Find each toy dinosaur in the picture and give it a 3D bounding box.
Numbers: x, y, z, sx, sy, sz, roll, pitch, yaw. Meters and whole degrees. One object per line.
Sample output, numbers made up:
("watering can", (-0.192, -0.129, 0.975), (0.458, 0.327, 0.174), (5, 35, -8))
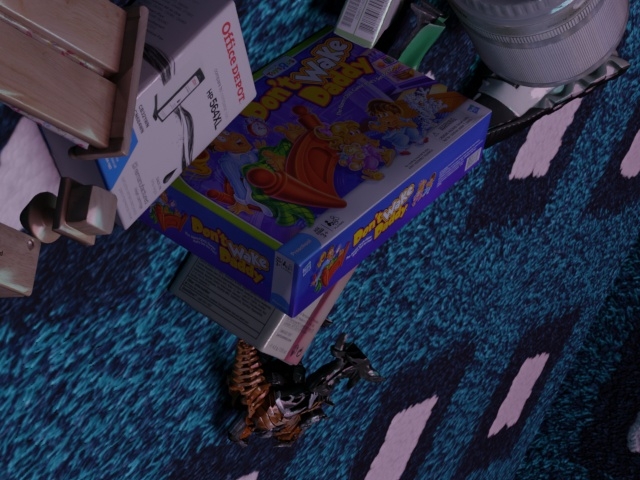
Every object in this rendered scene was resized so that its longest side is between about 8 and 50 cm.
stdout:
("toy dinosaur", (-0.046, 0.199, 1.869), (0.218, 0.164, 0.322), (-40, 174, -4))

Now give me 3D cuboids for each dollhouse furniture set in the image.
("dollhouse furniture set", (-0.307, -0.142, 1.078), (0.303, 0.173, 0.356), (29, 62, -54))

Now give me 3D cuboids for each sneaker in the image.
("sneaker", (0.290, -0.241, 2.061), (0.330, 0.146, 0.122), (-29, 175, -12))

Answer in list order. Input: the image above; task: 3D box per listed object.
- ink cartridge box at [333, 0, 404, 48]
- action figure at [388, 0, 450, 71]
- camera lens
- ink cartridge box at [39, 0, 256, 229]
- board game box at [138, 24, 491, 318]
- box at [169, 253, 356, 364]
("ink cartridge box", (0.086, -0.330, 1.609), (0.235, 0.056, 0.171), (-65, 177, -70))
("action figure", (0.081, -0.194, 1.730), (0.232, 0.063, 0.137), (-58, 171, 22))
("camera lens", (0.277, -0.336, 1.763), (0.219, 0.219, 0.274), (-58, 156, -3))
("ink cartridge box", (-0.163, -0.136, 1.305), (0.203, 0.086, 0.148), (-48, 154, -21))
("board game box", (-0.008, -0.088, 1.482), (0.347, 0.233, 0.078), (-39, 150, -38))
("box", (-0.045, 0.010, 1.630), (0.232, 0.148, 0.127), (-58, 157, -1))
